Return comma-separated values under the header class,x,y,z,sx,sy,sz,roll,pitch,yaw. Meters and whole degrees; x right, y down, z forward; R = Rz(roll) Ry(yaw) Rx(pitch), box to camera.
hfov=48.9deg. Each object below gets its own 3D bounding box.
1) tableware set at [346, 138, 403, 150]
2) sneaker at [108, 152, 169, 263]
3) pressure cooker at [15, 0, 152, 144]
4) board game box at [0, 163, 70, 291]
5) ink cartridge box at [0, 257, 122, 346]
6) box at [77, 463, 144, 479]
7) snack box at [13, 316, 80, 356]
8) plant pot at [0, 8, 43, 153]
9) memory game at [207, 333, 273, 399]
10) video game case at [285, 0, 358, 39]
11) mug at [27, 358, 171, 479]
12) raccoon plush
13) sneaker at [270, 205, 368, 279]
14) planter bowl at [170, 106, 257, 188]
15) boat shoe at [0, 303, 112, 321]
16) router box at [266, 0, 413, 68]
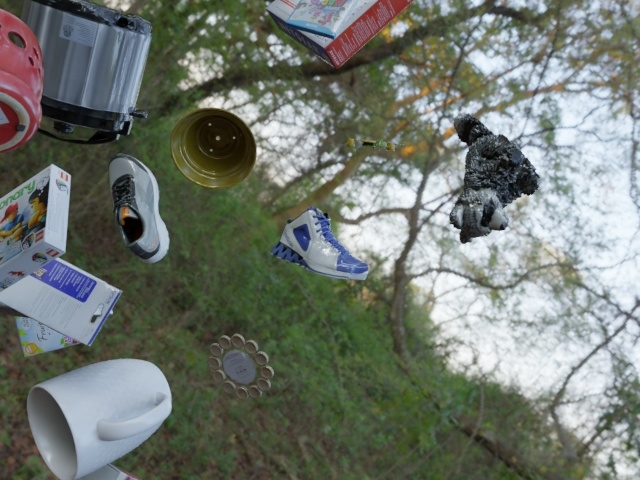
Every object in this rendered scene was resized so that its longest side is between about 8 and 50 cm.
class,x,y,z,sx,sy,sz,roll,pitch,yaw
tableware set,0.132,-0.249,1.840,0.104,0.024,0.154,0,10,-44
sneaker,-0.414,-0.082,1.560,0.271,0.100,0.108,67,12,20
pressure cooker,-0.718,-0.495,2.070,0.370,0.420,0.375,23,14,24
board game box,-0.607,0.004,1.348,0.053,0.305,0.193,41,28,-46
ink cartridge box,-0.684,0.127,1.781,0.333,0.165,0.065,28,-18,0
box,-0.619,0.762,2.109,0.127,0.148,0.232,18,-23,30
snack box,-0.856,0.242,2.190,0.070,0.175,0.207,-21,-98,62
plant pot,-0.528,-0.239,1.097,0.191,0.191,0.174,55,13,-58
memory game,-0.203,0.318,1.769,0.186,0.186,0.012,47,31,2
video game case,0.016,-0.504,1.491,0.119,0.166,0.015,22,-19,21
mug,-0.567,0.473,1.941,0.374,0.328,0.276,-5,-80,45
raccoon plush,0.468,-0.180,2.189,0.216,0.299,0.446,46,6,-32
sneaker,-0.001,0.000,2.088,0.316,0.182,0.127,19,6,32
planter bowl,-0.266,-0.247,1.789,0.217,0.217,0.090,49,18,-22
boat shoe,-0.738,0.167,1.963,0.320,0.103,0.118,10,-22,-28
router box,0.052,-0.659,1.946,0.335,0.301,0.082,47,-2,43
